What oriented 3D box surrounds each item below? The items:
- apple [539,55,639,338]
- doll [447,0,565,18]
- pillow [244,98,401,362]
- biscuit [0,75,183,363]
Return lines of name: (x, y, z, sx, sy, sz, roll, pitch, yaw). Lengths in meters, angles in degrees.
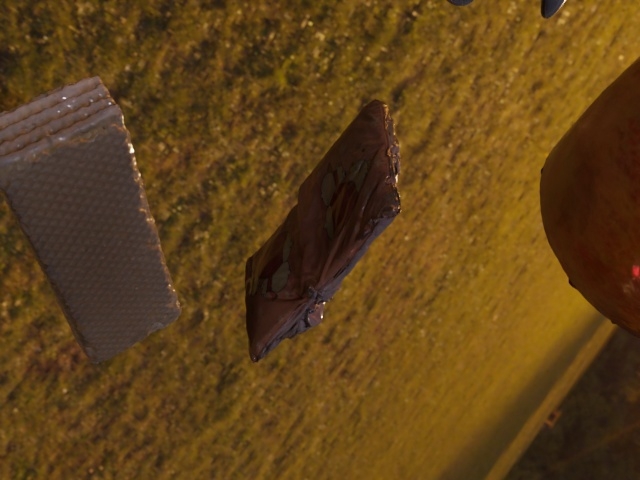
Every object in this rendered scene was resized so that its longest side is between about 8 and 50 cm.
apple: (0.334, -0.054, 0.688, 0.293, 0.251, 0.163, -41, 174, -8)
doll: (0.128, -0.299, 0.572, 0.103, 0.145, 0.316, -88, -171, -47)
pillow: (0.000, 0.000, 0.796, 0.248, 0.049, 0.135, -52, -151, 38)
biscuit: (-0.247, 0.000, 0.989, 0.144, 0.078, 0.426, -27, 152, -17)
